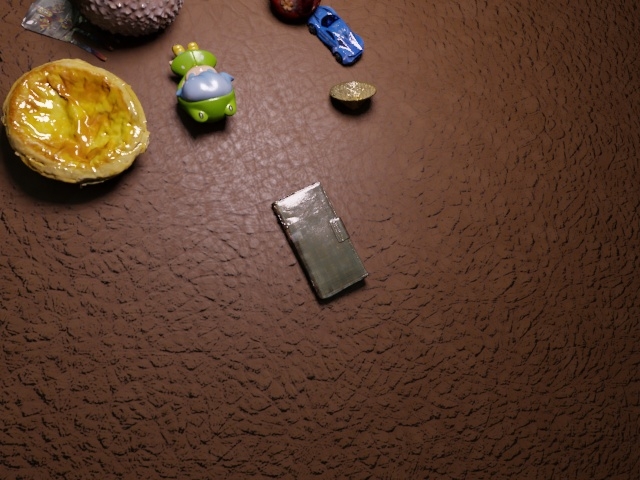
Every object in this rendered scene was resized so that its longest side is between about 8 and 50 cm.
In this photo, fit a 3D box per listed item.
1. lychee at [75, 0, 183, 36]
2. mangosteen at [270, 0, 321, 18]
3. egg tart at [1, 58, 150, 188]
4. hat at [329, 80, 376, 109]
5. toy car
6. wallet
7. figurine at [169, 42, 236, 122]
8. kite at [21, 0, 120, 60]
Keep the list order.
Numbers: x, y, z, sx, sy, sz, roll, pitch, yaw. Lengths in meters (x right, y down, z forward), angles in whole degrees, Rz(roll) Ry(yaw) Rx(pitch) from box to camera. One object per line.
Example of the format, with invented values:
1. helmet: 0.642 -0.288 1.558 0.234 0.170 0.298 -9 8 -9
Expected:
1. lychee: -0.503 -0.674 1.082 0.300 0.300 0.299 2 81 -13
2. mangosteen: -0.072 -0.768 1.249 0.166 0.166 0.180 11 71 -11
3. egg tart: -0.615 -0.294 1.063 0.342 0.132 0.340 2 81 -11
4. hat: 0.102 -0.438 1.295 0.146 0.067 0.146 -3 43 3
5. toy car: 0.048 -0.658 1.310 0.103 0.063 0.216 -44 93 -15
6. wallet: 0.000 0.000 1.207 0.169 0.044 0.316 -27 86 -12
7. figurine: -0.331 -0.441 1.157 0.162 0.143 0.263 -19 69 -23
8. kite: -0.689 -0.593 1.153 0.245 0.015 0.141 29 78 -7
